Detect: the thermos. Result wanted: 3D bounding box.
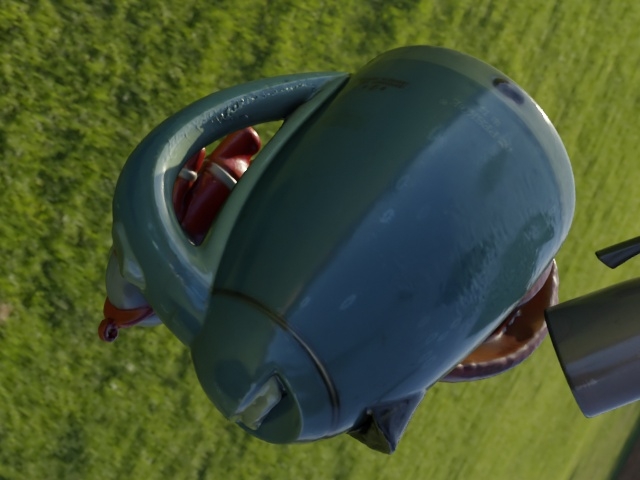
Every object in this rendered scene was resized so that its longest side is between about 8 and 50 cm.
[{"bbox_3d":[0.297,0.060,0.926,0.137,0.193,0.105,65,17,-5],"label":"thermos"}]

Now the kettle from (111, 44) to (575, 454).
[{"bbox_3d":[0.000,0.000,0.884,0.342,0.319,0.247,-44,172,-37],"label":"kettle"}]

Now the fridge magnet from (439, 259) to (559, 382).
[{"bbox_3d":[0.118,-0.010,1.205,0.363,0.363,0.155,-38,170,-41],"label":"fridge magnet"}]

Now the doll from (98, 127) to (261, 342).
[{"bbox_3d":[-0.129,0.000,1.005,0.245,0.076,0.142,-51,140,-21],"label":"doll"}]
